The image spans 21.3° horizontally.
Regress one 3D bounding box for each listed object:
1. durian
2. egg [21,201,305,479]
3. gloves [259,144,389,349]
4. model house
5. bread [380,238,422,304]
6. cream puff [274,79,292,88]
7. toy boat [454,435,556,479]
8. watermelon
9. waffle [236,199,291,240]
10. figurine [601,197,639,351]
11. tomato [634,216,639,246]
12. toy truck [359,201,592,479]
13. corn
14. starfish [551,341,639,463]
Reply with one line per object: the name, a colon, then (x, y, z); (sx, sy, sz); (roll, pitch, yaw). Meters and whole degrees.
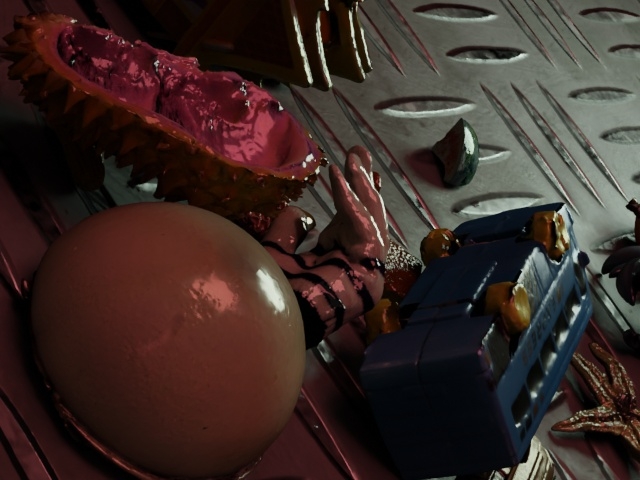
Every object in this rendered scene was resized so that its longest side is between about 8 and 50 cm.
durian: (-0.146, -0.093, 1.582); (0.341, 0.112, 0.191); (20, 34, -29)
egg: (-0.100, 0.061, 1.460); (0.264, 0.174, 0.286); (49, 27, 0)
gloves: (0.012, 0.010, 1.671); (0.131, 0.140, 0.218); (49, 47, -3)
model house: (-0.021, -0.326, 1.834); (0.313, 0.358, 0.242); (49, 29, 11)
bread: (0.063, 0.029, 1.822); (0.094, 0.035, 0.090); (36, 32, -14)
cream puff: (-0.042, -0.218, 1.980); (0.083, 0.083, 0.058); (52, -11, 35)
toy boat: (0.170, 0.249, 1.654); (0.088, 0.068, 0.226); (38, 31, 1)
watermelon: (0.162, -0.102, 2.097); (0.061, 0.085, 0.085); (12, 19, 27)
waffle: (-0.063, -0.033, 1.756); (0.075, 0.029, 0.083); (45, 35, -2)
figurine: (0.470, 0.065, 2.111); (0.265, 0.197, 0.175); (20, 35, -2)
tomato: (0.480, 0.015, 2.297); (0.155, 0.069, 0.156); (27, 35, -21)
toy truck: (0.167, 0.088, 1.740); (0.385, 0.161, 0.162); (-50, 125, -59)
corn: (-0.228, -0.086, 1.617); (0.037, 0.037, 0.092); (12, 46, -42)
starfish: (0.338, 0.198, 1.931); (0.216, 0.050, 0.223); (5, 37, -39)
